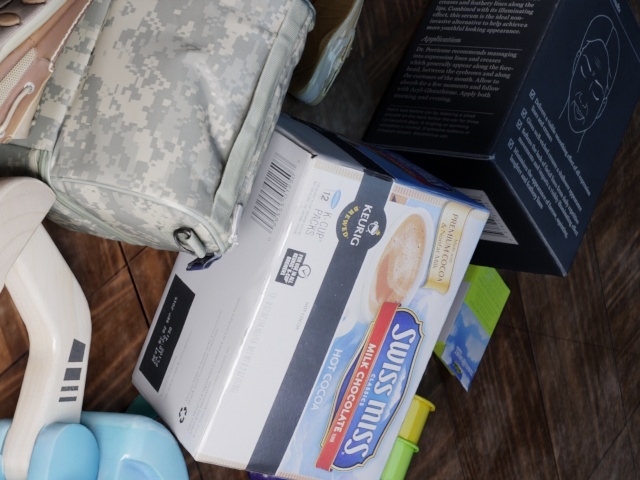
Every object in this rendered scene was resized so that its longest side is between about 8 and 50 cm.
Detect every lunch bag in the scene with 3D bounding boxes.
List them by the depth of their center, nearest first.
[{"bbox_3d":[-0.158,-0.138,1.656,0.212,0.256,0.305,40,65,-50],"label":"lunch bag"}]

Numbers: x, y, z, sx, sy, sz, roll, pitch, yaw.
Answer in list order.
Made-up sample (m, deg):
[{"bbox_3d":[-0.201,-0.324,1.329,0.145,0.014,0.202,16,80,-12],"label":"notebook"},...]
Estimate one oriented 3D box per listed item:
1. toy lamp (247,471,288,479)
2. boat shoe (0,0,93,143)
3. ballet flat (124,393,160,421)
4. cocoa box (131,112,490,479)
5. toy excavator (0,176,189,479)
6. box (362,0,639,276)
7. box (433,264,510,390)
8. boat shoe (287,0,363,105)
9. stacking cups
[{"bbox_3d":[-0.073,0.163,1.989,0.080,0.080,0.275,-35,124,-46],"label":"toy lamp"},{"bbox_3d":[-0.324,-0.148,1.554,0.324,0.123,0.116,-50,138,-24],"label":"boat shoe"},{"bbox_3d":[-0.185,0.182,1.874,0.114,0.041,0.041,-51,134,-35],"label":"ballet flat"},{"bbox_3d":[-0.016,0.062,1.767,0.228,0.231,0.347,17,101,-28],"label":"cocoa box"},{"bbox_3d":[-0.265,0.204,1.643,0.433,0.222,0.445,34,59,-54],"label":"toy excavator"},{"bbox_3d":[0.274,-0.199,2.287,0.293,0.212,0.395,51,57,-45],"label":"box"},{"bbox_3d":[0.215,0.119,2.413,0.109,0.042,0.178,51,57,-45],"label":"box"},{"bbox_3d":[0.009,-0.246,2.042,0.170,0.063,0.059,-61,143,-12],"label":"boat shoe"},{"bbox_3d":[0.055,0.353,2.212,0.096,0.096,0.316,38,71,-51],"label":"stacking cups"}]
